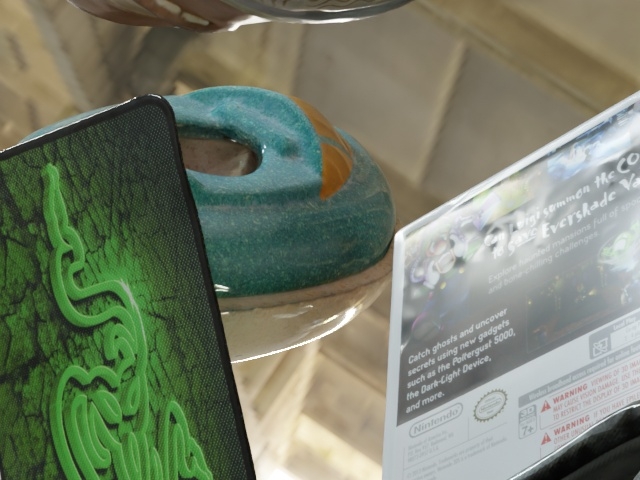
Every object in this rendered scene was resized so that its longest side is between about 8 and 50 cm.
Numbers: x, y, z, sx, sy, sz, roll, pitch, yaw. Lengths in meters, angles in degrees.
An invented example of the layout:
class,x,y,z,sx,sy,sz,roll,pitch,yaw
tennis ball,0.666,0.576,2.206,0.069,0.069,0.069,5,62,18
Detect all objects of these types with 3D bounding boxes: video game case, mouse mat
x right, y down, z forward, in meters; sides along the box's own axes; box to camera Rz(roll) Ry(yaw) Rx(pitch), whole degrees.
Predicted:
class,x,y,z,sx,sy,sz,roll,pitch,yaw
video game case,0.095,0.028,0.543,0.022,0.173,0.190,33,-47,-30
mouse mat,-0.097,0.045,0.688,0.153,0.189,0.007,-17,-5,38

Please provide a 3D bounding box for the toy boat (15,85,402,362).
class,x,y,z,sx,sy,sz,roll,pitch,yaw
toy boat,0.000,0.000,0.858,0.318,0.148,0.267,29,25,23

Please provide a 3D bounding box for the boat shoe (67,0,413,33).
class,x,y,z,sx,sy,sz,roll,pitch,yaw
boat shoe,0.039,-0.159,0.475,0.116,0.324,0.123,-13,-70,51

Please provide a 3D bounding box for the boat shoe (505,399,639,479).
class,x,y,z,sx,sy,sz,roll,pitch,yaw
boat shoe,-0.002,0.140,0.461,0.306,0.113,0.105,-32,-71,32
